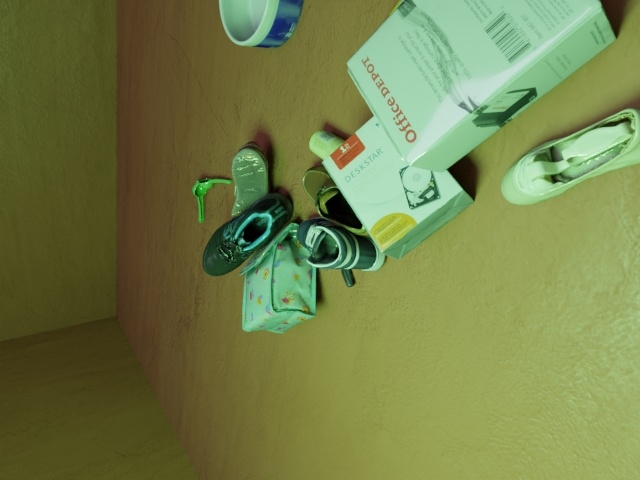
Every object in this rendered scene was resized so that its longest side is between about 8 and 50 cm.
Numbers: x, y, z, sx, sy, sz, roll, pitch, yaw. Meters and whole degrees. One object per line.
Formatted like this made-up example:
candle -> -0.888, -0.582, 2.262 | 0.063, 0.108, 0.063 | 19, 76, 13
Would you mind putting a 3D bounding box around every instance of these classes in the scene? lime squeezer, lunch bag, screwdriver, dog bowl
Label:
lime squeezer -> -0.410, -0.176, 1.689 | 0.310, 0.059, 0.109 | -38, 68, 49
lunch bag -> -0.119, 0.101, 1.287 | 0.223, 0.160, 0.262 | -37, 51, 54
screwdriver -> 0.053, 0.035, 1.164 | 0.024, 0.025, 0.169 | -39, 58, 50
dog bowl -> -0.156, -0.638, 1.211 | 0.265, 0.104, 0.264 | 15, 110, 50

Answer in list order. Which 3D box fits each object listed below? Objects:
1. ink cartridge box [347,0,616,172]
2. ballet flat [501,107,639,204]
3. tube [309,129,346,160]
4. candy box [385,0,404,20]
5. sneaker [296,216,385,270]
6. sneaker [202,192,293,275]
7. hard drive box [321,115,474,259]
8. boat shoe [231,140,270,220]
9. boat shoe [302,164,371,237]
ink cartridge box -> 0.222, -0.284, 0.712 | 0.307, 0.129, 0.223 | -39, 67, 32
ballet flat -> 0.351, -0.115, 0.679 | 0.248, 0.086, 0.086 | -29, 74, 52
tube -> 0.065, -0.178, 1.056 | 0.240, 0.062, 0.070 | 40, 130, 41
candy box -> 0.148, -0.382, 0.931 | 0.206, 0.027, 0.105 | -45, 65, 48
sneaker -> 0.000, 0.000, 1.091 | 0.282, 0.153, 0.099 | 21, 102, 46
sneaker -> -0.230, -0.005, 1.314 | 0.341, 0.139, 0.125 | -41, 97, 24
hard drive box -> 0.140, -0.111, 0.893 | 0.181, 0.089, 0.232 | -40, 62, 17
boat shoe -> -0.196, -0.140, 1.386 | 0.116, 0.123, 0.324 | -91, 9, -52
boat shoe -> 0.039, -0.101, 1.072 | 0.307, 0.105, 0.110 | 32, 122, 45
